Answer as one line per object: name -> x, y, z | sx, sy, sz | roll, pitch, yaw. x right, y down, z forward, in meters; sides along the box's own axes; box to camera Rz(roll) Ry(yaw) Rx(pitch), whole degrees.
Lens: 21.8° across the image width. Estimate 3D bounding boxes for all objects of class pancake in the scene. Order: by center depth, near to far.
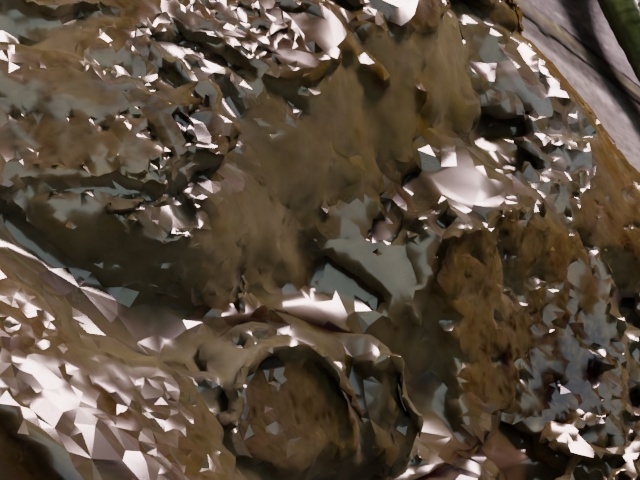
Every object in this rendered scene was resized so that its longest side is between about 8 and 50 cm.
pancake -> 0.000, 0.001, 0.598 | 0.387, 0.082, 0.387 | 24, 47, -28

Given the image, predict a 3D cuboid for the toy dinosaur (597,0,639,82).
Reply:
toy dinosaur -> 0.203, -0.201, 1.050 | 0.301, 0.087, 0.447 | 43, 40, -2
